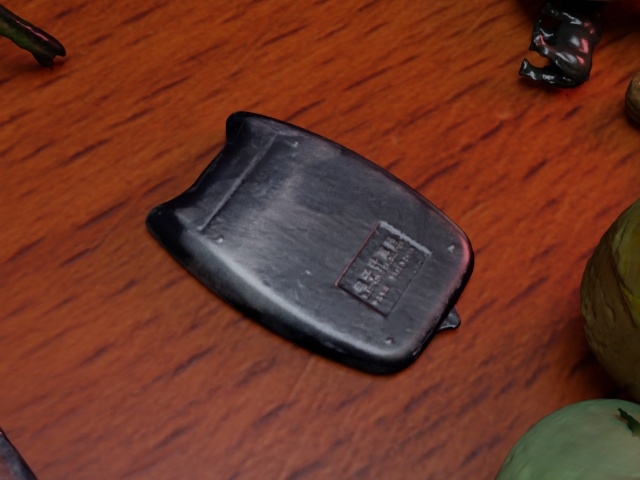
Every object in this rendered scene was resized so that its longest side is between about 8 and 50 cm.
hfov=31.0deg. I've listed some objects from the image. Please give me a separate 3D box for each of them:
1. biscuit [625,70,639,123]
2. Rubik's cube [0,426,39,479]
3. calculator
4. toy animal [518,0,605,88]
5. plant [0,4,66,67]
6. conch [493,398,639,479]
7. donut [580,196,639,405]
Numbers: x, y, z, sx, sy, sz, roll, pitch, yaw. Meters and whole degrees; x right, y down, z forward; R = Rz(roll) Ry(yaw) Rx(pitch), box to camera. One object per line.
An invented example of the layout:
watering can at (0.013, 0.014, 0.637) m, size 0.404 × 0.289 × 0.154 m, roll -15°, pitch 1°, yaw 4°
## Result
biscuit at (0.375, -0.116, 1.041) m, size 0.197 × 0.049 × 0.301 m, roll -4°, pitch 61°, yaw -5°
Rubik's cube at (-0.226, 0.268, 0.667) m, size 0.237 × 0.237 × 0.238 m, roll -32°, pitch 66°, yaw -22°
calculator at (0.000, 0.000, 0.955) m, size 0.268 × 0.040 × 0.177 m, roll 31°, pitch 64°, yaw 8°
toy animal at (0.233, -0.198, 1.081) m, size 0.065 × 0.047 × 0.135 m, roll 20°, pitch 54°, yaw 1°
plant at (-0.353, -0.330, 0.993) m, size 0.333 × 0.251 × 0.180 m, roll 41°, pitch 103°, yaw 25°
conch at (0.184, 0.182, 0.749) m, size 0.143 × 0.250 × 0.137 m, roll 27°, pitch 98°, yaw 9°
donut at (0.321, 0.068, 0.859) m, size 0.208 × 0.128 × 0.261 m, roll -33°, pitch 79°, yaw -37°
